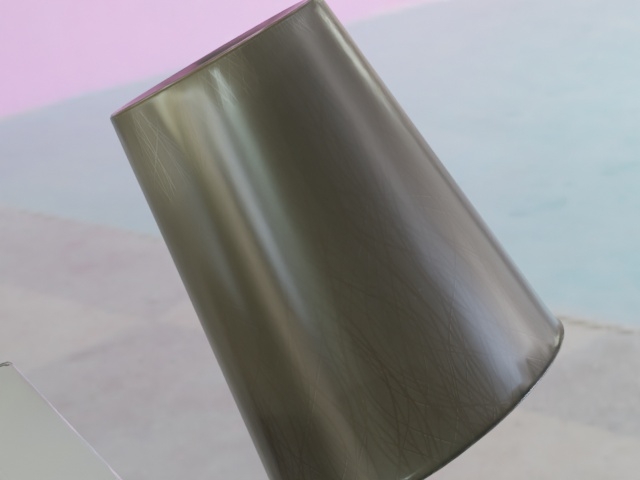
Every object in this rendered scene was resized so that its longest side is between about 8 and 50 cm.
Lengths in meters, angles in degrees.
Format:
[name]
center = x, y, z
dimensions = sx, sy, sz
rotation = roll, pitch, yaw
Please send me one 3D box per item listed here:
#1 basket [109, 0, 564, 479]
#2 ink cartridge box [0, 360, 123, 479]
[basket]
center = 0.000, 0.000, 0.810
dimensions = 0.154, 0.227, 0.204
rotation = -21, 15, 46
[ink cartridge box]
center = -0.135, 0.192, 0.764
dimensions = 0.092, 0.218, 0.158
rotation = -28, 33, -22
